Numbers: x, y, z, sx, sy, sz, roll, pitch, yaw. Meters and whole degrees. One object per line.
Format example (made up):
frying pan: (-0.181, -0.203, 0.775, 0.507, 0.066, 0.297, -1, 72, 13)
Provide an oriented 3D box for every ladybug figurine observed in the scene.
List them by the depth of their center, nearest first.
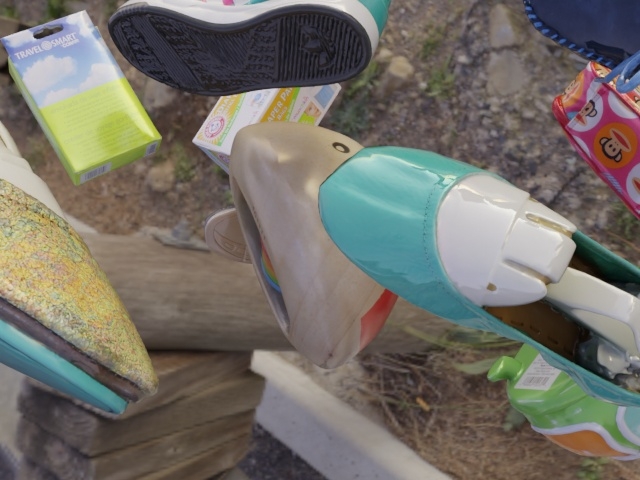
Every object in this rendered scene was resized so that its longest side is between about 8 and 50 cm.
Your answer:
ladybug figurine: (0.000, 0.000, 1.066, 0.449, 0.162, 0.305, 112, 136, -77)

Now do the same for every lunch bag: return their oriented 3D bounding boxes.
lunch bag: (0.506, -0.144, 1.266, 0.293, 0.258, 0.120, 57, 134, 20)

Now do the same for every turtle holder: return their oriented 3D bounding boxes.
turtle holder: (0.436, 0.189, 1.326, 0.227, 0.320, 0.243, 47, 130, -9)

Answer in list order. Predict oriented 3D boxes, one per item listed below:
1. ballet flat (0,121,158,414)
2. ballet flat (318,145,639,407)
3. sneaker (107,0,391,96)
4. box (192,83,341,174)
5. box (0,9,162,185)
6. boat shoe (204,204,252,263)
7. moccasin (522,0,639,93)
ballet flat: (-0.221, -0.032, 0.414, 0.348, 0.123, 0.123, 21, 104, 7)
ballet flat: (0.117, 0.018, 0.442, 0.087, 0.247, 0.083, -9, 55, 63)
sneaker: (-0.054, -0.242, 0.831, 0.295, 0.124, 0.178, 7, 51, 30)
box: (-0.080, -0.191, 1.299, 0.103, 0.114, 0.203, 22, 77, 41)
box: (-0.270, -0.161, 0.965, 0.178, 0.109, 0.042, 59, 155, 8)
boat shoe: (-0.060, -0.031, 1.407, 0.092, 0.285, 0.103, -135, 41, -55)
moccasin: (0.263, -0.136, 0.499, 0.342, 0.117, 0.138, 20, 121, 39)
